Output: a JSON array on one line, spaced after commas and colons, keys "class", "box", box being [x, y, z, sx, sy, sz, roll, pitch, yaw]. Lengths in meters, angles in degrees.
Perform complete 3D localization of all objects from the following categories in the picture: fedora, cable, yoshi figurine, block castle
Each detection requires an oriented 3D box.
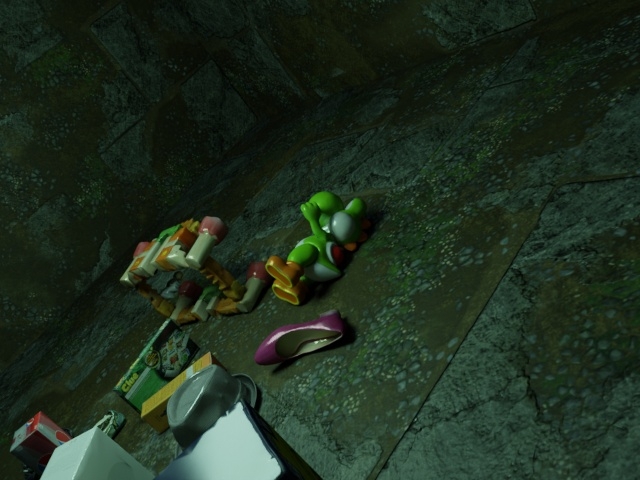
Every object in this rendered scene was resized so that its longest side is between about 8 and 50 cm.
[{"class": "fedora", "box": [-0.277, 0.399, 1.491, 0.244, 0.124, 0.275, -23, 27, 33]}, {"class": "cable", "box": [-0.843, 0.654, 1.941, 0.184, 0.047, 0.150, -41, 23, -8]}, {"class": "yoshi figurine", "box": [-0.021, -0.007, 1.794, 0.362, 0.203, 0.204, -47, 18, -27]}, {"class": "block castle", "box": [-0.397, 0.093, 2.013, 0.453, 0.303, 0.212, -16, 38, 42]}]

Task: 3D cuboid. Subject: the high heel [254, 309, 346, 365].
[{"class": "high heel", "box": [-0.049, 0.248, 1.499, 0.244, 0.082, 0.117, -23, 14, 3]}]

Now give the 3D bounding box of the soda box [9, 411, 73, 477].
[{"class": "soda box", "box": [-0.629, 0.547, 1.549, 0.083, 0.263, 0.092, -40, 24, -5]}]

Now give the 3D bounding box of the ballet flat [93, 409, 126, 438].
[{"class": "ballet flat", "box": [-0.629, 0.561, 1.778, 0.070, 0.070, 0.188, -18, 30, 39]}]

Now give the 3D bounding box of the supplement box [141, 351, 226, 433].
[{"class": "supplement box", "box": [-0.360, 0.402, 1.666, 0.233, 0.078, 0.080, -38, 23, -1]}]

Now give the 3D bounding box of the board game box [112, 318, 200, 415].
[{"class": "board game box", "box": [-0.466, 0.367, 1.812, 0.030, 0.136, 0.259, -13, 33, 43]}]

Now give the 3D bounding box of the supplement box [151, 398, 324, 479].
[{"class": "supplement box", "box": [-0.040, 0.417, 0.816, 0.195, 0.356, 0.194, -42, 24, -9]}]

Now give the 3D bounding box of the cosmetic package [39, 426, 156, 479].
[{"class": "cosmetic package", "box": [-0.486, 0.572, 1.347, 0.138, 0.224, 0.224, -31, 24, 16]}]
